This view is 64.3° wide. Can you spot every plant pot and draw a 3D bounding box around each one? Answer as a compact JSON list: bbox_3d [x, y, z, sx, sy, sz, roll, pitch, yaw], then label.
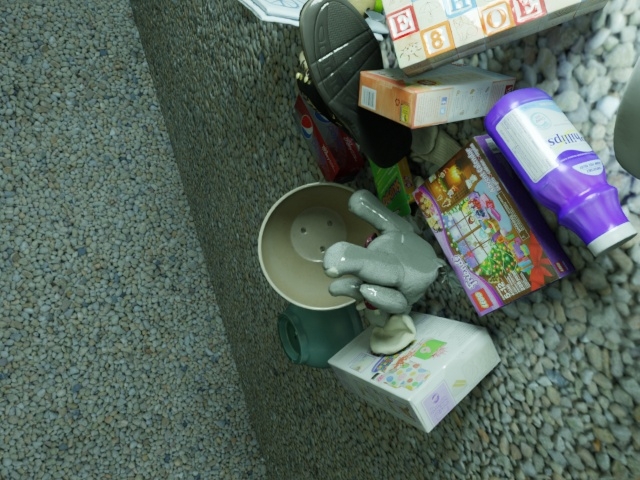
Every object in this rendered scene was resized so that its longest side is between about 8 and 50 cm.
[{"bbox_3d":[-0.019,0.291,1.654,0.293,0.196,0.293,36,133,50],"label":"plant pot"}]

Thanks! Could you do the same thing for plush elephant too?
[{"bbox_3d":[0.138,0.091,1.138,0.272,0.330,0.255,-75,12,-48],"label":"plush elephant"}]

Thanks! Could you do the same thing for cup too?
[{"bbox_3d":[0.000,0.000,1.397,0.237,0.331,0.331,-114,14,-80],"label":"cup"}]

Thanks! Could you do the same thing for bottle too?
[{"bbox_3d":[0.374,-0.109,0.794,0.283,0.118,0.092,64,151,22],"label":"bottle"}]

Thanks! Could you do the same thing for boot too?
[{"bbox_3d":[0.029,-0.342,1.044,0.377,0.138,0.284,48,-177,-42],"label":"boot"}]

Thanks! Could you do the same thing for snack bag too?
[{"bbox_3d":[-0.059,-0.554,1.166,0.342,0.323,0.037,53,137,36],"label":"snack bag"}]

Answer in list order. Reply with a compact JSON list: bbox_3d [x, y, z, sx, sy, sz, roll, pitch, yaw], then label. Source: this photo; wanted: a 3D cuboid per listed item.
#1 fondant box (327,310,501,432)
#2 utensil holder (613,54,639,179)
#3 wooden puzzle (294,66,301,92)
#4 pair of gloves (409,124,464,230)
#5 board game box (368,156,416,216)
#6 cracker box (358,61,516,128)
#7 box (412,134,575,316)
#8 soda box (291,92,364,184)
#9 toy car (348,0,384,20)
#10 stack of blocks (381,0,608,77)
[{"bbox_3d":[0.200,0.275,1.167,0.096,0.238,0.330,61,156,-14],"label":"fondant box"},{"bbox_3d":[0.493,-0.085,0.364,0.385,0.327,0.328,51,144,36],"label":"utensil holder"},{"bbox_3d":[-0.056,-0.480,1.539,0.079,0.014,0.116,64,151,29],"label":"wooden puzzle"},{"bbox_3d":[0.218,-0.166,1.146,0.204,0.042,0.240,57,147,32],"label":"pair of gloves"},{"bbox_3d":[0.158,-0.178,1.187,0.124,0.039,0.259,154,104,-69],"label":"board game box"},{"bbox_3d":[0.206,-0.265,0.909,0.155,0.232,0.067,41,139,48],"label":"cracker box"},{"bbox_3d":[0.316,-0.024,0.976,0.201,0.057,0.293,-47,64,51],"label":"box"},{"bbox_3d":[0.016,-0.281,1.388,0.263,0.083,0.092,64,152,19],"label":"soda box"},{"bbox_3d":[0.075,-0.513,1.045,0.149,0.155,0.188,110,165,-49],"label":"toy car"},{"bbox_3d":[0.244,-0.379,0.749,0.297,0.087,0.171,-14,93,21],"label":"stack of blocks"}]
